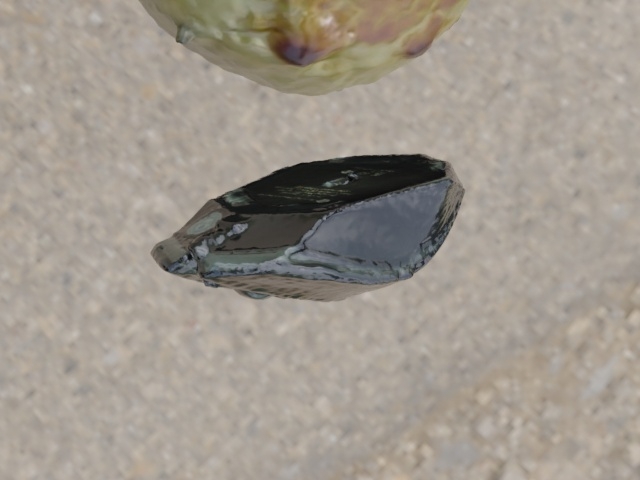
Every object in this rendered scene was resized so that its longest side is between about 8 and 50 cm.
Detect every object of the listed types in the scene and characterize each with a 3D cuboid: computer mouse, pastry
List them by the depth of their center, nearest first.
[{"bbox_3d":[0.000,0.000,0.921,0.192,0.106,0.062,-22,113,-45],"label":"computer mouse"},{"bbox_3d":[-0.035,-0.191,1.132,0.170,0.237,0.256,-46,105,-26],"label":"pastry"}]
